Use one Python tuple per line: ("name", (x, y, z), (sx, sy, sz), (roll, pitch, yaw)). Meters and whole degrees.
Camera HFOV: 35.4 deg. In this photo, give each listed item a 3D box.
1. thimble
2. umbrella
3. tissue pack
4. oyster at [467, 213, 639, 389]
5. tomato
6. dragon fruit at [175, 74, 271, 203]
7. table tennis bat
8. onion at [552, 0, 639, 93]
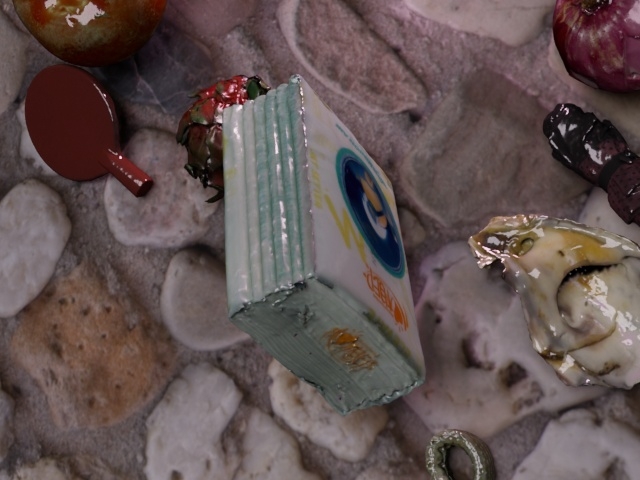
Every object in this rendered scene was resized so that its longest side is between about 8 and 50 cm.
("thimble", (0.196, 0.316, 1.391), (0.084, 0.062, 0.110), (-27, 67, 19))
("umbrella", (0.424, -0.081, 1.363), (0.090, 0.094, 0.326), (-19, 48, -27))
("tissue pack", (0.000, 0.000, 1.368), (0.162, 0.287, 0.388), (-26, 44, 21))
("oyster", (0.358, 0.074, 1.362), (0.275, 0.100, 0.271), (-13, 73, 8))
("tomato", (-0.396, -0.441, 1.771), (0.270, 0.222, 0.270), (3, 99, 17))
("dragon fruit", (-0.142, -0.172, 1.616), (0.188, 0.182, 0.182), (-31, 64, -7))
("table tennis bat", (-0.417, -0.184, 1.783), (0.310, 0.038, 0.200), (40, 119, 16))
("onion", (0.413, -0.302, 1.397), (0.200, 0.200, 0.207), (-35, 78, 13))
